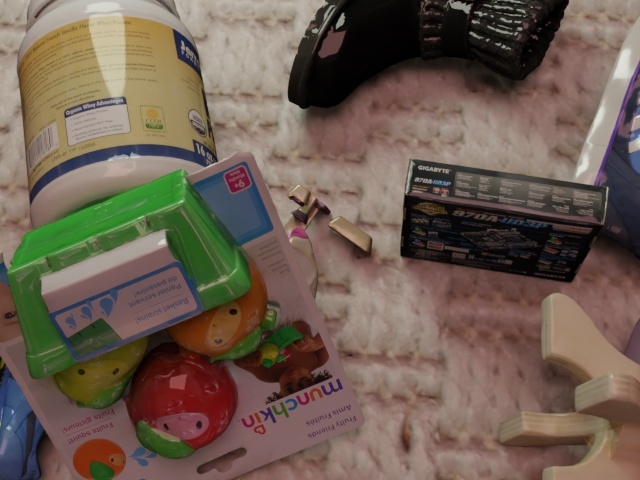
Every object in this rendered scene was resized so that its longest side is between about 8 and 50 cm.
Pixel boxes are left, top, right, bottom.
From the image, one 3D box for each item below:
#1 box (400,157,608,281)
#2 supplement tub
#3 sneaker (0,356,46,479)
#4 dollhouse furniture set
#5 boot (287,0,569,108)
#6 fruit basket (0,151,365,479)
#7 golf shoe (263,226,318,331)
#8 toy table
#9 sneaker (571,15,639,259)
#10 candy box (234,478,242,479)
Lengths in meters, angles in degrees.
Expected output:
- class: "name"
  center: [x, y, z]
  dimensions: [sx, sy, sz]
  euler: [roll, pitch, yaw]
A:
- class: "box"
  center: [0.205, -0.019, 1.042]
  dimensions: [0.220, 0.175, 0.051]
  euler: [9, 67, 8]
- class: "supplement tub"
  center: [-0.250, -0.152, 1.096]
  dimensions: [0.228, 0.228, 0.316]
  euler: [-12, 67, -2]
- class: "sneaker"
  center: [-0.347, 0.183, 1.055]
  dimensions: [0.082, 0.069, 0.209]
  euler: [18, 55, -25]
- class: "dollhouse furniture set"
  center: [0.000, 0.000, 1.104]
  dimensions: [0.114, 0.091, 0.081]
  euler: [35, 88, 13]
- class: "boot"
  center: [0.145, -0.262, 1.174]
  dimensions: [0.260, 0.131, 0.348]
  euler: [34, 72, 16]
- class: "fruit basket"
  center: [-0.156, 0.123, 0.933]
  dimensions: [0.327, 0.165, 0.353]
  euler: [-22, 107, 0]
- class: "golf shoe"
  center: [-0.149, 0.032, 1.053]
  dimensions: [0.306, 0.115, 0.140]
  euler: [6, 104, 0]
- class: "toy table"
  center: [0.308, 0.192, 0.922]
  dimensions: [0.160, 0.252, 0.274]
  euler: [9, 55, -10]
- class: "sneaker"
  center: [0.456, -0.119, 1.083]
  dimensions: [0.236, 0.130, 0.323]
  euler: [20, 74, 19]
- class: "candy box"
  center: [-0.161, 0.355, 0.981]
  dimensions: [0.205, 0.027, 0.105]
  euler: [-24, 71, -7]
